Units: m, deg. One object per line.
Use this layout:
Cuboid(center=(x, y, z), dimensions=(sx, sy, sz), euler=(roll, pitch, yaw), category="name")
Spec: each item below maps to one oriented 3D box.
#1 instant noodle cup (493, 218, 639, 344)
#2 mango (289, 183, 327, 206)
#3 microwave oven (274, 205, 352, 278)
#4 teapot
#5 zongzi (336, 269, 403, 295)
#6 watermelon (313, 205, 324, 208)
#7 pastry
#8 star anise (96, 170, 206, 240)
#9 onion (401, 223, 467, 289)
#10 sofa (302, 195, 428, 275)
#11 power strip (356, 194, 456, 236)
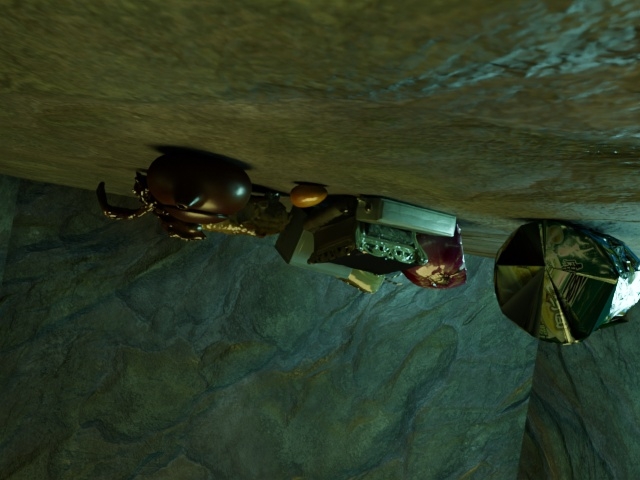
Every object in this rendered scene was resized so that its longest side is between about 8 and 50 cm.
Cuboid(center=(0.488, 0.075, 0.839), dimensions=(0.178, 0.240, 0.240), euler=(0, -176, -31), category="instant noodle cup")
Cuboid(center=(-0.023, -0.092, 0.864), dimensions=(0.089, 0.046, 0.060), euler=(-7, 172, 37), category="mango")
Cuboid(center=(0.000, 0.000, 1.204), dimensions=(0.205, 0.163, 0.129), euler=(18, -166, -33), category="microwave oven")
Cuboid(center=(-0.217, -0.079, 0.783), dimensions=(0.178, 0.135, 0.252), euler=(13, 178, -4), category="teapot")
Cuboid(center=(0.111, 0.099, 2.005), dimensions=(0.500, 0.218, 0.467), euler=(39, -169, 20), category="zongzi")
Cuboid(center=(0.049, -0.059, 1.341), dimensions=(0.241, 0.095, 0.154), euler=(5, 153, -18), category="watermelon")
Cuboid(center=(-0.214, -0.081, 1.123), dimensions=(0.235, 0.121, 0.257), euler=(13, -170, 38), category="pastry")
Cuboid(center=(-0.464, -0.105, 1.193), dimensions=(0.346, 0.148, 0.237), euler=(16, 178, 5), category="star anise")
Cuboid(center=(0.296, 0.042, 1.153), dimensions=(0.200, 0.201, 0.207), euler=(9, 177, 15), category="onion")
Cuboid(center=(0.110, -0.026, 1.048), dimensions=(0.258, 0.182, 0.200), euler=(13, 162, -31), category="sofa")
Cuboid(center=(0.193, -0.048, 0.949), dimensions=(0.272, 0.052, 0.078), euler=(10, 179, -35), category="power strip")
